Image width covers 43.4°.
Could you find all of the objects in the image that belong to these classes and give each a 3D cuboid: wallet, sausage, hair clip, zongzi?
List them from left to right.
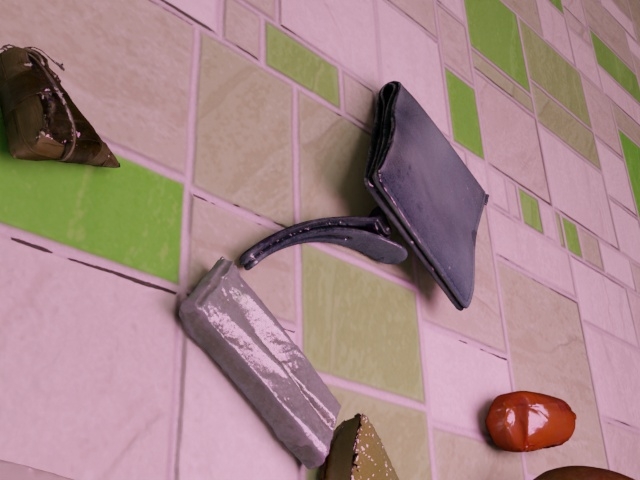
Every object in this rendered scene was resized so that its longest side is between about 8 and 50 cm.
[{"bbox_3d":[-0.242,-0.122,0.744,0.119,0.055,0.109,5,64,-61],"label":"zongzi"},{"bbox_3d":[0.000,0.000,0.971,0.275,0.048,0.083,-6,73,-46],"label":"hair clip"},{"bbox_3d":[0.156,-0.075,1.146,0.251,0.054,0.290,48,30,-24],"label":"wallet"},{"bbox_3d":[0.294,0.256,1.139,0.179,0.089,0.089,13,60,-41],"label":"sausage"}]

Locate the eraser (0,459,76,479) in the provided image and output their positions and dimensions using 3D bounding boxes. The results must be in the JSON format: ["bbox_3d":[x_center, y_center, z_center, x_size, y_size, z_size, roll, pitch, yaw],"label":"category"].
[{"bbox_3d":[-0.227,0.174,0.404,0.124,0.278,0.081,31,48,-36],"label":"eraser"}]

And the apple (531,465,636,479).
[{"bbox_3d":[0.337,0.396,0.965,0.257,0.256,0.234,40,40,-29],"label":"apple"}]

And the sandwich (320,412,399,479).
[{"bbox_3d":[0.071,0.342,0.845,0.212,0.063,0.245,42,43,-32],"label":"sandwich"}]

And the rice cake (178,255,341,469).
[{"bbox_3d":[-0.056,0.127,0.827,0.226,0.040,0.085,53,38,-13],"label":"rice cake"}]
